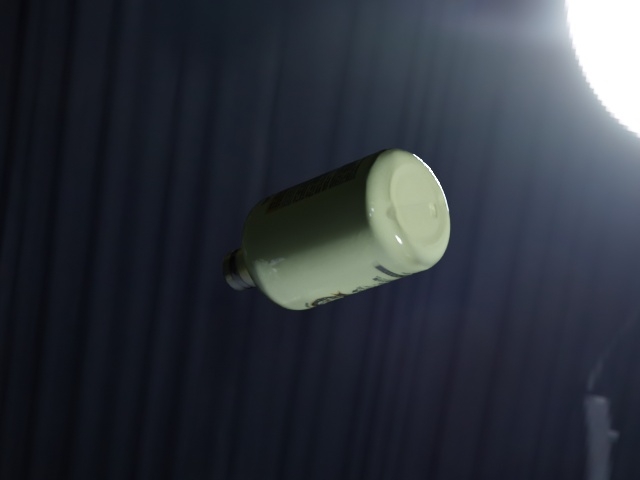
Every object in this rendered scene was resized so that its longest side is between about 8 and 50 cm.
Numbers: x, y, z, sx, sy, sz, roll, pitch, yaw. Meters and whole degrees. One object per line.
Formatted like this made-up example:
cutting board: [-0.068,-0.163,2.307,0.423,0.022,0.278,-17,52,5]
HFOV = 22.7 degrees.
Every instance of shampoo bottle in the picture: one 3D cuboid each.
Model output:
shampoo bottle: [0.000,0.000,1.021,0.162,0.079,0.079,-21,-12,38]
